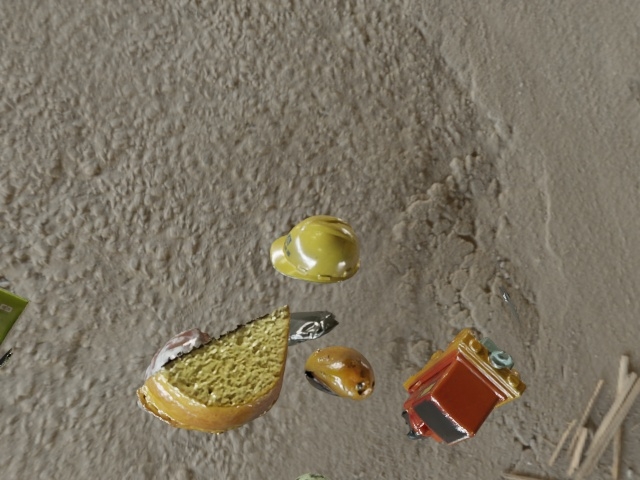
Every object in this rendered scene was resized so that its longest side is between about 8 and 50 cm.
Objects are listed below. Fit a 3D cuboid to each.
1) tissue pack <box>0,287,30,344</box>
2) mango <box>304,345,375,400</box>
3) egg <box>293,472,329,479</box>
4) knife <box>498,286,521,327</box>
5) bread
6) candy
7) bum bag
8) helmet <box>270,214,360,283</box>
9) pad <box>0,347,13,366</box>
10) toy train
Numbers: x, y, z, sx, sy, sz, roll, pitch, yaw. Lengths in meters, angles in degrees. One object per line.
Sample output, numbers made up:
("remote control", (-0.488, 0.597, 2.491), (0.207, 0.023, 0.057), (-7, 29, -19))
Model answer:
("tissue pack", (-1.026, 0.202, 1.387), (0.275, 0.167, 0.200), (31, 69, -21))
("mango", (0.056, 0.388, 1.423), (0.156, 0.249, 0.151), (46, 62, -30))
("egg", (-0.029, 0.825, 1.515), (0.177, 0.228, 0.177), (14, 35, -10))
("knife", (0.560, 0.194, 1.425), (0.019, 0.245, 0.072), (-15, 97, 14))
("bread", (-0.128, 0.209, 0.731), (0.260, 0.129, 0.134), (-25, 71, -35))
("candy", (-0.365, 0.348, 1.256), (0.157, 0.289, 0.214), (38, 36, -22))
("bum bag", (-0.091, 0.237, 1.253), (0.326, 0.142, 0.079), (-12, 95, 24))
("helmet", (0.000, 0.000, 1.306), (0.257, 0.140, 0.205), (4, 41, -14))
("pad", (-0.547, 0.295, 0.704), (0.009, 0.159, 0.265), (40, 27, -27))
("toy train", (0.294, 0.335, 1.062), (0.163, 0.369, 0.231), (45, 57, 14))
